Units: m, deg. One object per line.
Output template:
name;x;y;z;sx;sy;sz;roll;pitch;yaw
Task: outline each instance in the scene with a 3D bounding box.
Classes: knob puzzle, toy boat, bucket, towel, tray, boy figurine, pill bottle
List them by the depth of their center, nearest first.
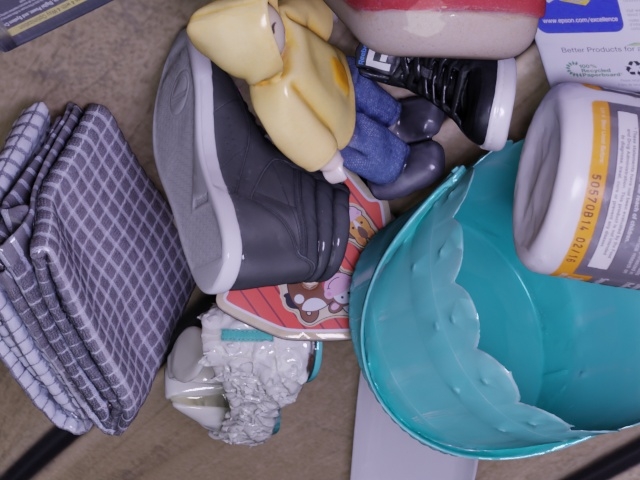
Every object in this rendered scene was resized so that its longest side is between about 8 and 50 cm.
toy boat;0.089;-0.229;1.398;0.151;0.231;0.151;-1;114;-17
pill bottle;0.310;-0.031;1.478;0.278;0.162;0.162;10;141;-7
boy figurine;-0.004;-0.144;1.545;0.092;0.177;0.285;-16;146;31
bucket;0.171;0.062;1.621;0.281;0.281;0.183;41;143;-17
knob puzzle;-0.014;0.009;1.673;0.213;0.213;0.030;24;159;3
towel;-0.237;0.026;1.822;0.121;0.235;0.283;-2;135;26
tray;0.110;0.228;2.015;0.145;0.030;0.270;17;140;12

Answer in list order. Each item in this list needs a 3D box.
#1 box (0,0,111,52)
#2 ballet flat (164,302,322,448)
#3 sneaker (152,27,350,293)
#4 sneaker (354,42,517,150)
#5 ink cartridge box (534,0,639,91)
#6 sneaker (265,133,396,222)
box;-0.234;-0.350;1.511;0.395;0.097;0.318;-18;122;41
ballet flat;-0.096;0.126;1.853;0.147;0.147;0.409;27;160;-1
sneaker;-0.060;-0.068;1.639;0.147;0.295;0.104;6;138;-28
sneaker;0.089;-0.134;1.470;0.121;0.217;0.079;8;111;-5
ink cartridge box;0.222;-0.268;1.377;0.176;0.069;0.371;2;137;28
sneaker;0.000;0.000;1.752;0.279;0.118;0.107;34;140;-9
